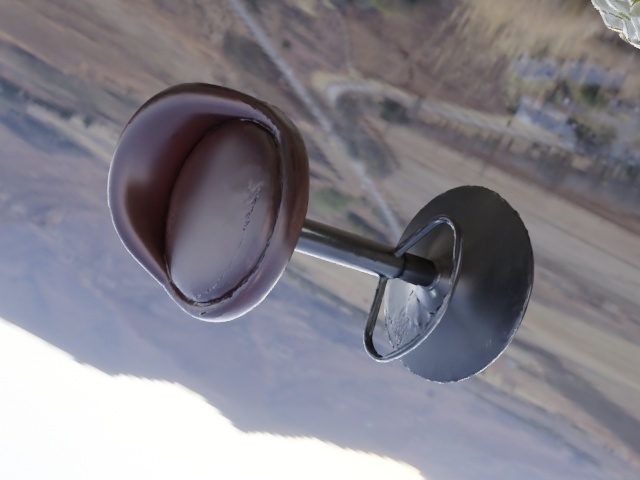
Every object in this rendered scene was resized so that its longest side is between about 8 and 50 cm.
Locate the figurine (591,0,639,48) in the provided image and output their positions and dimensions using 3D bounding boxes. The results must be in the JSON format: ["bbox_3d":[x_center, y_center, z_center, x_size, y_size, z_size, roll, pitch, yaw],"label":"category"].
[{"bbox_3d":[0.290,-0.113,0.683,0.188,0.168,0.315,-1,-144,-6],"label":"figurine"}]

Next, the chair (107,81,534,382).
[{"bbox_3d":[0.000,0.000,1.194,0.401,0.226,0.226,18,-178,-36],"label":"chair"}]
